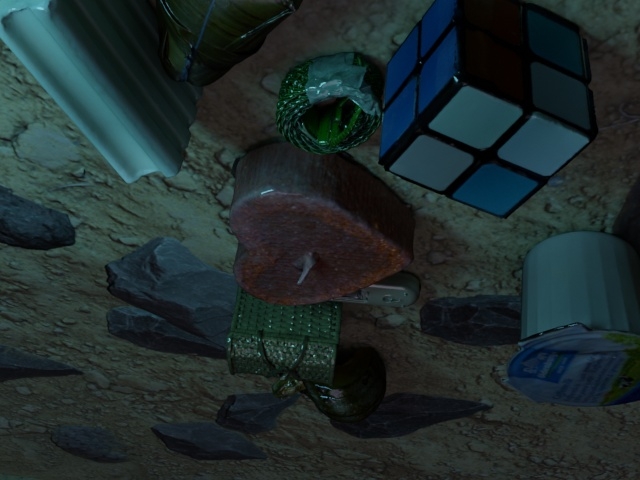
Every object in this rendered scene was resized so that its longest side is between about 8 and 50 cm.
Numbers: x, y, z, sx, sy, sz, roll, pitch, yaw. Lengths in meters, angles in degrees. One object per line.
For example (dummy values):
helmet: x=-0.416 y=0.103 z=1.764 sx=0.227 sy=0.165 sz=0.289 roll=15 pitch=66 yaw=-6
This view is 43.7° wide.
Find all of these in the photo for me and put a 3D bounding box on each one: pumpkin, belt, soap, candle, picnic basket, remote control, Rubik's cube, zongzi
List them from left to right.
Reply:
soap: x=-0.244 y=-0.210 z=0.919 sx=0.087 sy=0.160 sz=0.265 roll=-7 pitch=143 yaw=20
zongzi: x=-0.155 y=-0.285 z=0.848 sx=0.242 sy=0.112 sz=0.221 roll=35 pitch=138 yaw=-22
picnic basket: x=-0.063 y=0.176 z=1.445 sx=0.196 sy=0.154 sz=0.134 roll=6 pitch=146 yaw=0
candle: x=0.000 y=0.000 z=1.208 sx=0.287 sy=0.132 sz=0.317 roll=6 pitch=146 yaw=-3
pumpkin: x=0.005 y=0.293 z=1.623 sx=0.247 sy=0.126 sz=0.131 roll=-3 pitch=142 yaw=14
belt: x=0.013 y=-0.165 z=1.008 sx=0.151 sy=0.079 sz=0.121 roll=-24 pitch=134 yaw=36
remote control: x=0.063 y=0.081 z=1.382 sx=0.221 sy=0.042 sz=0.078 roll=6 pitch=144 yaw=1
Rubik's cube: x=0.183 y=-0.159 z=0.899 sx=0.180 sy=0.184 sz=0.167 roll=18 pitch=145 yaw=-19

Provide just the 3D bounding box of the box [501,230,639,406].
box: x=0.430 y=0.112 z=1.222 sx=0.291 sy=0.207 sz=0.262 roll=3 pitch=146 yaw=5
